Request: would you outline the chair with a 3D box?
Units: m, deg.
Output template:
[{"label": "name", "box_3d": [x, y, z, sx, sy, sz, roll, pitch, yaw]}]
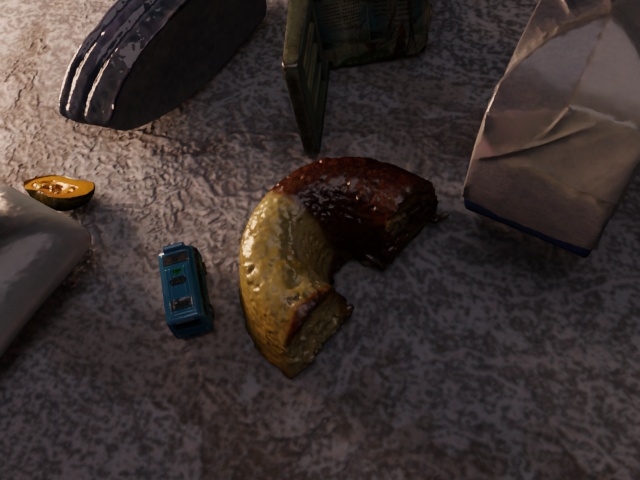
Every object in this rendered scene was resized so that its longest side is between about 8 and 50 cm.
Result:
[{"label": "chair", "box_3d": [0.045, -0.239, 0.649, 0.147, 0.136, 0.270, -5, 58, 7]}]

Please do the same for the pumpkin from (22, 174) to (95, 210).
[{"label": "pumpkin", "box_3d": [-0.273, -0.048, 0.646, 0.083, 0.028, 0.050, 21, 34, 27]}]

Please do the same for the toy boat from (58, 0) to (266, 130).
[{"label": "toy boat", "box_3d": [-0.168, -0.223, 0.678, 0.078, 0.127, 0.283, 31, 67, 16]}]

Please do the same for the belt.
[{"label": "belt", "box_3d": [0.245, -0.150, 0.527, 0.117, 0.212, 0.347, 26, 63, 19]}]

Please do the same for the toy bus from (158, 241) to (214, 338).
[{"label": "toy bus", "box_3d": [-0.125, 0.044, 0.564, 0.038, 0.046, 0.083, -15, 60, -1]}]

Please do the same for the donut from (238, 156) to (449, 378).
[{"label": "donut", "box_3d": [-0.001, 0.002, 0.548, 0.141, 0.085, 0.217, 31, 71, 23]}]

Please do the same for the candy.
[{"label": "candy", "box_3d": [-0.317, 0.034, 0.583, 0.138, 0.071, 0.174, 25, 68, 24]}]
